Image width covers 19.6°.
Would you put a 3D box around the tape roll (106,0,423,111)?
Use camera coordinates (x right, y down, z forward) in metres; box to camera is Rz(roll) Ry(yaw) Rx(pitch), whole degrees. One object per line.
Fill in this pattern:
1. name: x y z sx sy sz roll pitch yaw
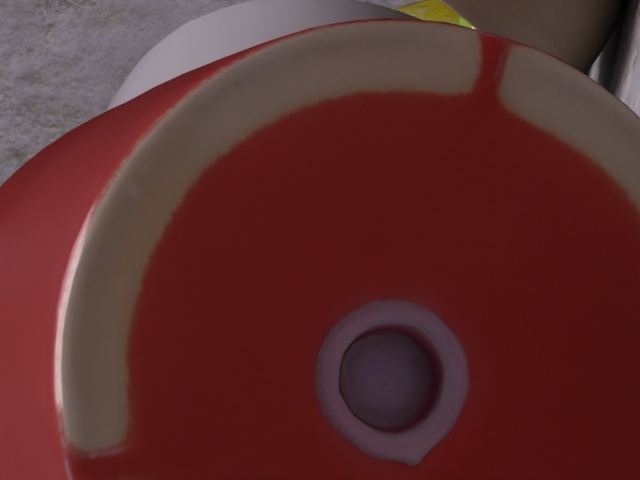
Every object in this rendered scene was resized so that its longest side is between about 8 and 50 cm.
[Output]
1. tape roll: 0.000 0.000 1.076 0.100 0.286 0.286 -77 -2 -49

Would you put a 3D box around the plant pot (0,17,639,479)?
1. plant pot: 0.002 0.054 0.600 0.243 0.275 0.275 141 142 -76

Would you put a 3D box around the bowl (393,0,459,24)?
1. bowl: 0.034 -0.035 1.360 0.289 0.156 0.289 178 90 -77

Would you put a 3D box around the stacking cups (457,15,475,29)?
1. stacking cups: 0.119 -0.054 1.176 0.096 0.096 0.316 -76 -8 -71

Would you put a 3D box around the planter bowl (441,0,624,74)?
1. planter bowl: 0.108 -0.169 1.014 0.109 0.162 0.162 -51 4 10
